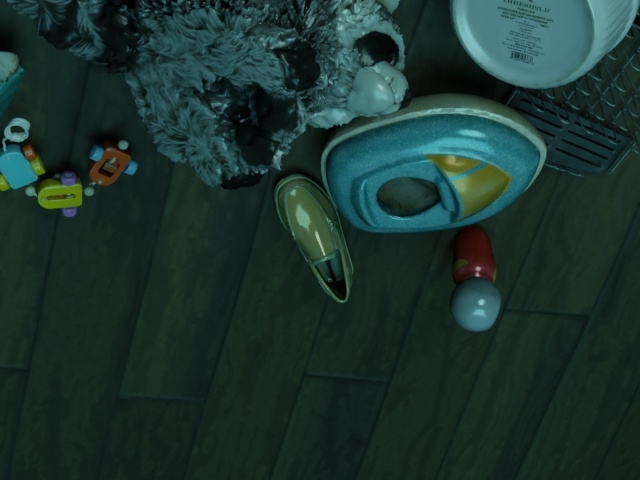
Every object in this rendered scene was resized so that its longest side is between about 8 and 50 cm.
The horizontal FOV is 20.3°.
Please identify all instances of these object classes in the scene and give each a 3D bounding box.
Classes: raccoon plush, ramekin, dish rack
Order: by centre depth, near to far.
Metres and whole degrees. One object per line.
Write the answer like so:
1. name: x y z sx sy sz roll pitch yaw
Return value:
1. raccoon plush: -0.099 -0.266 1.950 0.446 0.299 0.216 44 129 -3
2. ramekin: 0.240 -0.265 1.963 0.207 0.109 0.207 14 129 18
3. dish rack: 0.343 -0.185 2.130 0.208 0.074 0.271 21 122 -24

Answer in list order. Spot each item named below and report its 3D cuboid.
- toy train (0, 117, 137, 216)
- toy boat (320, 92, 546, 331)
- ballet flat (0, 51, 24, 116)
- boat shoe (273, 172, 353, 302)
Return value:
1. toy train: -0.306 -0.096 2.090 0.166 0.046 0.125 19 121 -28
2. toy boat: 0.155 -0.034 2.148 0.267 0.148 0.318 -13 134 14
3. ballet flat: -0.489 -0.077 2.019 0.147 0.147 0.409 24 119 -27
4. boat shoe: 0.000 0.000 2.208 0.068 0.072 0.190 -24 128 8
